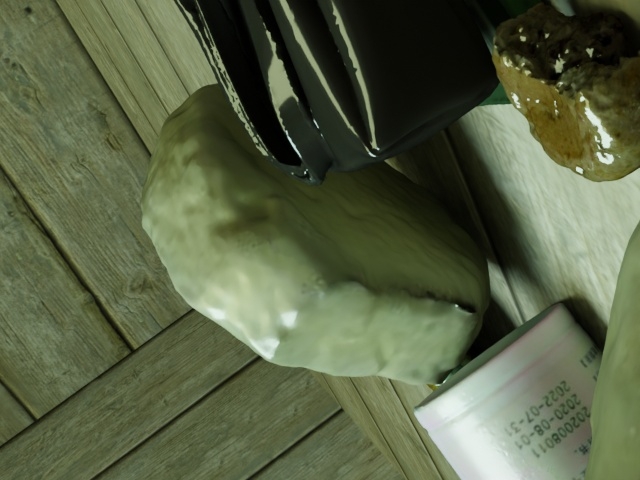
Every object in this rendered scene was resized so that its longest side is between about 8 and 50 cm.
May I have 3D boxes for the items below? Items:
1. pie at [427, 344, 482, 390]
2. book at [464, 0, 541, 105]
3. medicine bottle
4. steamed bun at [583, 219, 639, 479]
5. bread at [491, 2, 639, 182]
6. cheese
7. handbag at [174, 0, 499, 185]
[{"bbox_3d":[0.130,0.128,1.223,0.302,0.067,0.302,42,-178,-2],"label":"pie"},{"bbox_3d":[0.007,-0.242,0.760,0.371,0.043,0.260,55,169,-12],"label":"book"},{"bbox_3d":[0.207,0.193,0.955,0.254,0.152,0.152,54,171,5],"label":"medicine bottle"},{"bbox_3d":[0.224,0.148,0.429,0.352,0.247,0.339,61,168,-11],"label":"steamed bun"},{"bbox_3d":[0.140,-0.075,0.621,0.113,0.060,0.082,46,167,51],"label":"bread"},{"bbox_3d":[0.000,0.000,0.989,0.318,0.115,0.326,33,-159,-8],"label":"cheese"},{"bbox_3d":[-0.025,-0.165,0.762,0.257,0.113,0.285,61,169,-9],"label":"handbag"}]
